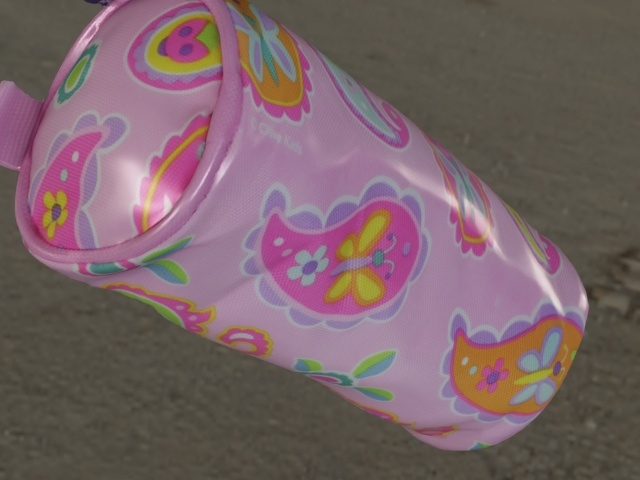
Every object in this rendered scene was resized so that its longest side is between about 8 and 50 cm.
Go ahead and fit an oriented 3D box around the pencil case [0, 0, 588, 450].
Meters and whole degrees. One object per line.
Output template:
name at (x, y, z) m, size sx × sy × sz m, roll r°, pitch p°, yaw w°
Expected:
pencil case at (0.000, 0.000, 0.599) m, size 0.284 × 0.124 × 0.124 m, roll 29°, pitch 5°, yaw -47°
